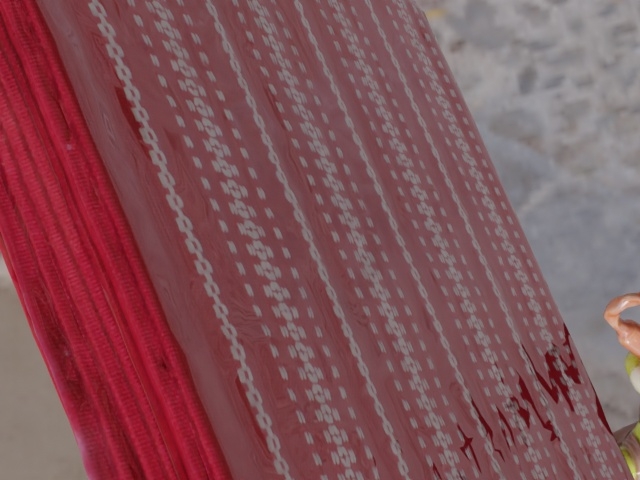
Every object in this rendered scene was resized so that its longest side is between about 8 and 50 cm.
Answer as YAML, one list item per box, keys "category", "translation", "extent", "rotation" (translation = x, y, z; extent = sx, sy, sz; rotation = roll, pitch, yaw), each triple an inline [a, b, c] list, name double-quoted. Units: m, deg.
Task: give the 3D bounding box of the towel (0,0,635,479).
- category: "towel"
  translation: [0.000, 0.000, 0.483]
  extent: [0.031, 0.199, 0.275]
  rotation: [-27, 168, 22]

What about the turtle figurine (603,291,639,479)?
- category: "turtle figurine"
  translation: [0.076, 0.106, 0.712]
  extent: [0.269, 0.087, 0.217]
  rotation: [-26, 163, 2]
